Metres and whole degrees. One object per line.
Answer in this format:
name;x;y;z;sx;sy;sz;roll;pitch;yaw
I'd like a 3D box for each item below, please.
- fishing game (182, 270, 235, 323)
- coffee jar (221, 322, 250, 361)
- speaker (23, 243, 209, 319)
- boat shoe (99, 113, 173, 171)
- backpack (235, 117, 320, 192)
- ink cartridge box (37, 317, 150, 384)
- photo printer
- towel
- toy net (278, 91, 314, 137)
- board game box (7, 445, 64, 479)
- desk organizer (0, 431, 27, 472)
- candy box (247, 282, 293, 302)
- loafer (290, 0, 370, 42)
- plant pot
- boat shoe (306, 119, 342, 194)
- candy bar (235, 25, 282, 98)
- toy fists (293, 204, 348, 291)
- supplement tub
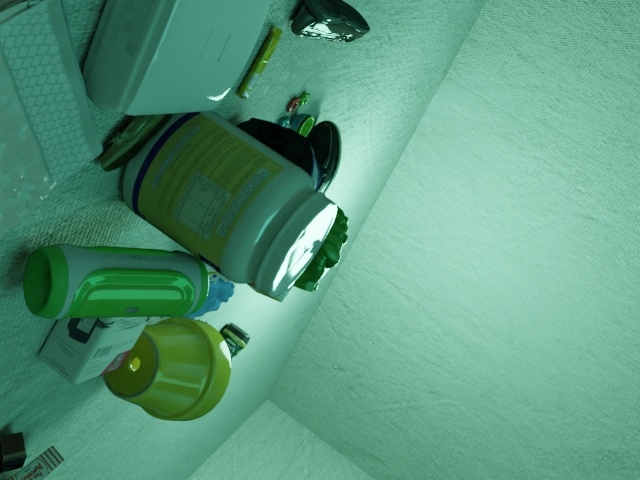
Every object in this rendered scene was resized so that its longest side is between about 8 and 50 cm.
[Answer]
fishing game;-0.315;0.151;1.877;0.189;0.041;0.264;-7;146;-41
coffee jar;-0.322;0.370;2.408;0.184;0.096;0.079;-53;170;-18
speaker;-0.341;0.073;1.230;0.297;0.131;0.131;5;122;-46
boat shoe;-0.308;-0.176;1.172;0.153;0.048;0.056;-47;179;-8
backpack;-0.125;-0.117;1.545;0.263;0.277;0.213;-62;173;-2
ink cartridge box;-0.422;0.149;1.423;0.237;0.100;0.172;-58;167;10
photo printer;-0.194;-0.314;1.077;0.256;0.107;0.307;-61;167;21
towel;-0.412;-0.118;0.880;0.317;0.053;0.331;-49;165;-28
toy net;-0.087;-0.273;1.751;0.232;0.045;0.122;-44;164;-43
board game box;-0.650;0.528;1.523;0.193;0.045;0.147;-40;179;36
desk organizer;-0.633;0.435;1.467;0.047;0.050;0.130;-7;157;-30
candy box;-0.093;0.029;2.213;0.316;0.087;0.183;-54;-153;-13
loafer;0.019;-0.478;1.571;0.084;0.096;0.267;-40;169;26
plant pot;-0.378;0.301;1.704;0.254;0.254;0.239;-57;154;2
boat shoe;-0.046;-0.175;1.977;0.113;0.127;0.340;6;111;-61
candy bar;-0.124;-0.357;1.451;0.161;0.018;0.040;-58;164;12
toy fists;0.000;0.000;1.535;0.279;0.096;0.142;-79;-166;-70
supplement tub;-0.162;-0.071;1.303;0.241;0.331;0.241;-52;167;-17
